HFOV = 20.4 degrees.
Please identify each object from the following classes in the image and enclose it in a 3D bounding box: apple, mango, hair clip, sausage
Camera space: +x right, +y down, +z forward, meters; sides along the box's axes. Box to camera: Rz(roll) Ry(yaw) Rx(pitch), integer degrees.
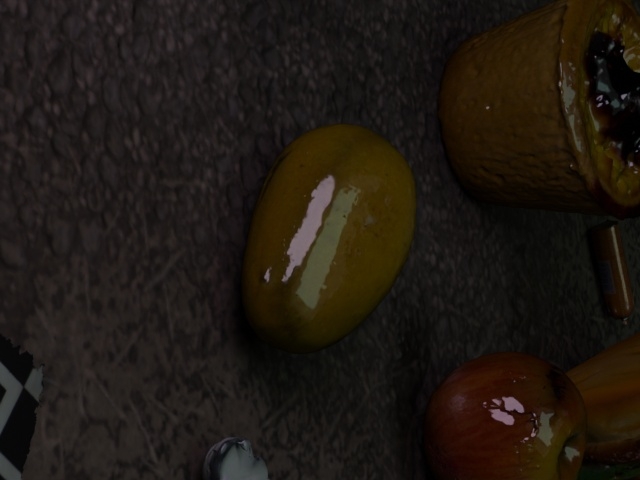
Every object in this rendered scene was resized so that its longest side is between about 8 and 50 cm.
[{"bbox_3d":[0.158,0.160,1.479,0.146,0.146,0.147,15,72,-55],"label":"apple"},{"bbox_3d":[0.000,0.000,1.303,0.195,0.098,0.137,-52,129,-38],"label":"mango"},{"bbox_3d":[-0.037,0.219,1.248,0.172,0.049,0.116,44,45,-41],"label":"hair clip"},{"bbox_3d":[0.297,0.035,1.801,0.031,0.031,0.107,-30,110,-55],"label":"sausage"}]

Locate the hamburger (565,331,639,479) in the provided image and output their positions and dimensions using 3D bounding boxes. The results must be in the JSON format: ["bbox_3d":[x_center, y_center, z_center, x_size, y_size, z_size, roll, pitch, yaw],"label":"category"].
[{"bbox_3d":[0.333,0.175,1.642,0.246,0.246,0.170,-29,96,-55],"label":"hamburger"}]

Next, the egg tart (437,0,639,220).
[{"bbox_3d":[0.212,-0.118,1.572,0.215,0.170,0.215,12,75,-55],"label":"egg tart"}]

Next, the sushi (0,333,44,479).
[{"bbox_3d":[-0.263,0.091,0.930,0.279,0.043,0.193,39,54,-47],"label":"sushi"}]
